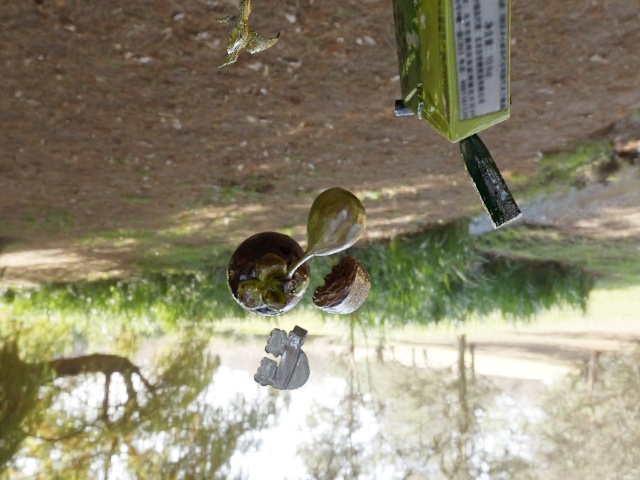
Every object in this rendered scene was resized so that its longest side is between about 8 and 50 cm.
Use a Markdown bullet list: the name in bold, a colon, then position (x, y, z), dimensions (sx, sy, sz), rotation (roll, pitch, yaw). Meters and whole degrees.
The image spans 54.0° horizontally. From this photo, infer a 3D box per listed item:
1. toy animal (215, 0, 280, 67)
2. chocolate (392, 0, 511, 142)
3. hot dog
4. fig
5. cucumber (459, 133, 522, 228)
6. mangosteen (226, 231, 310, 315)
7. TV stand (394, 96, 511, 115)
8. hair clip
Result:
- **toy animal**: position (-0.187, -0.448, 1.376), dimensions (0.155, 0.095, 0.219), rotation (-22, -175, 32)
- **chocolate**: position (0.240, -0.370, 1.168), dimensions (0.136, 0.301, 0.289), rotation (-12, -153, -6)
- **hot dog**: position (0.058, 0.120, 1.597), dimensions (0.099, 0.161, 0.227), rotation (37, 177, 15)
- **fig**: position (0.014, 0.001, 0.946), dimensions (0.093, 0.166, 0.093), rotation (17, -162, -6)
- **cucumber**: position (0.381, -0.142, 1.456), dimensions (0.063, 0.244, 0.115), rotation (-27, 180, 3)
- **mangosteen**: position (-0.109, 0.078, 1.398), dimensions (0.192, 0.193, 0.217), rotation (5, -177, -17)
- **TV stand**: position (0.286, -0.301, 1.370), dimensions (0.248, 0.042, 0.036), rotation (-3, 163, 4)
- **hair clip**: position (-0.088, 0.312, 1.618), dimensions (0.140, 0.220, 0.054), rotation (25, -153, 10)
